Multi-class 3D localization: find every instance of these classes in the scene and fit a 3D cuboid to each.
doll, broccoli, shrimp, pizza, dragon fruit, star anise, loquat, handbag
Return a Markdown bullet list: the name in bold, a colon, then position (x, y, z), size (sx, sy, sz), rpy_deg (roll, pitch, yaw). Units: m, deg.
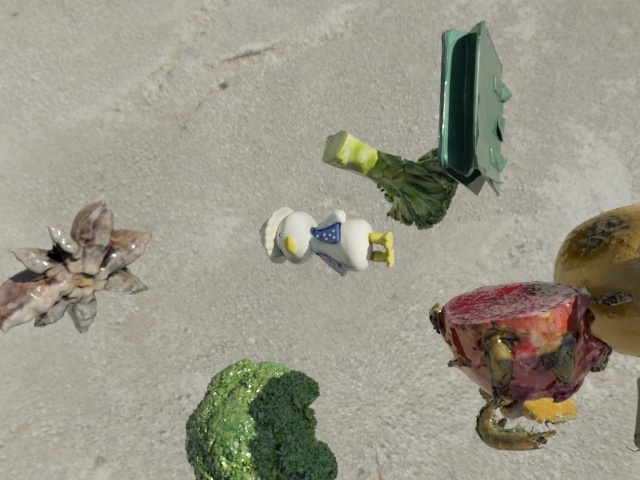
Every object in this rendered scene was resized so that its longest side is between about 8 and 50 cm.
- **doll**: position (0.000, 0.000, 0.872), size (0.293, 0.138, 0.119), rpy_deg (9, 33, 28)
- **broccoli**: position (-0.146, 0.457, 1.045), size (0.414, 0.310, 0.320), rpy_deg (8, 101, 28)
- **shrimp**: position (0.632, 0.602, 1.475), size (0.253, 0.058, 0.173), rpy_deg (-23, 48, 31)
- **pizza**: position (0.453, 0.344, 0.958), size (0.134, 0.271, 0.056), rpy_deg (45, 115, 54)
- **dragon fruit**: position (0.304, 0.151, 0.664), size (0.282, 0.211, 0.146), rpy_deg (-10, 97, 33)
- **star anise**: position (-0.361, 0.051, 0.664), size (0.093, 0.229, 0.236), rpy_deg (31, 40, 30)
- **loquat**: position (0.540, 0.066, 0.764), size (0.263, 0.263, 0.262), rpy_deg (-2, 69, 6)
- **handbag**: position (0.341, -0.276, 0.970), size (0.089, 0.239, 0.326), rpy_deg (-3, 80, 37)
- **broccoli**: position (0.181, -0.163, 1.058), size (0.252, 0.361, 0.221), rpy_deg (24, 96, 35)

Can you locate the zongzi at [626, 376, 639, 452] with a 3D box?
- **zongzi**: position (0.849, 0.435, 1.061), size (0.184, 0.084, 0.187), rpy_deg (9, 87, 10)
